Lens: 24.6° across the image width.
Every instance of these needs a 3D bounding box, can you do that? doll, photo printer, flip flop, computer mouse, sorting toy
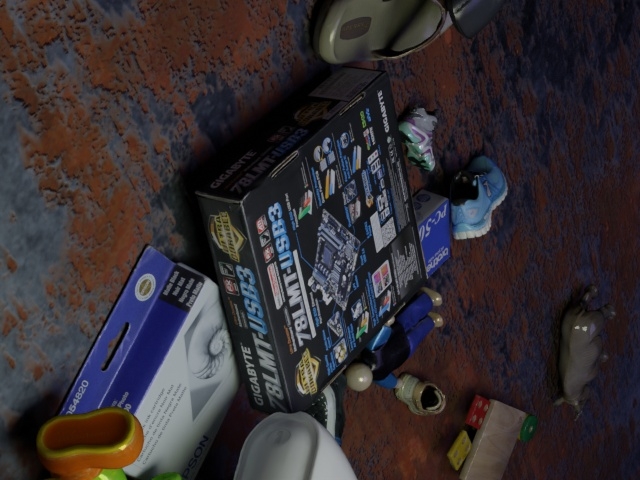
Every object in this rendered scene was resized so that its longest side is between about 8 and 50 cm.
[{"bbox_3d":[0.098,0.143,1.960,0.189,0.046,0.129,-39,136,-41],"label":"doll"},{"bbox_3d":[-0.024,0.355,1.552,0.307,0.107,0.256,-74,152,-45],"label":"photo printer"},{"bbox_3d":[0.097,-0.260,1.710,0.277,0.080,0.112,-23,125,-50],"label":"flip flop"},{"bbox_3d":[0.185,-0.381,1.729,0.184,0.060,0.262,50,44,-53],"label":"computer mouse"},{"bbox_3d":[0.251,0.311,2.282,0.274,0.046,0.132,27,84,-58],"label":"sorting toy"}]

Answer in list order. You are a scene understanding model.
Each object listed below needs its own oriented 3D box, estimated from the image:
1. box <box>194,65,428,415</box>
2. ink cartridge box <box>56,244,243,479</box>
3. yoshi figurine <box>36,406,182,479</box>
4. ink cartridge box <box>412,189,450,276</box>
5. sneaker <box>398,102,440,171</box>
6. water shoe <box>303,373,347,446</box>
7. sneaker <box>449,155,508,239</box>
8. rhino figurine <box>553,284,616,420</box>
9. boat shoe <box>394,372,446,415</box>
[{"bbox_3d":[0.000,0.000,1.643,0.293,0.073,0.295,-43,132,-39],"label":"box"},{"bbox_3d":[-0.163,0.146,1.566,0.223,0.045,0.224,-64,147,-11],"label":"ink cartridge box"},{"bbox_3d":[-0.179,0.346,1.469,0.203,0.203,0.362,-30,136,-28],"label":"yoshi figurine"},{"bbox_3d":[0.093,0.030,1.892,0.207,0.046,0.097,-41,139,-39],"label":"ink cartridge box"},{"bbox_3d":[0.135,-0.137,1.873,0.069,0.038,0.098,-58,146,-18],"label":"sneaker"},{"bbox_3d":[0.005,0.258,1.857,0.080,0.073,0.203,-34,136,-54],"label":"water shoe"},{"bbox_3d":[0.209,-0.072,1.973,0.162,0.063,0.073,-68,144,-52],"label":"sneaker"},{"bbox_3d":[0.440,0.203,2.488,0.106,0.073,0.243,-36,136,-48],"label":"rhino figurine"},{"bbox_3d":[0.150,0.225,2.084,0.135,0.045,0.050,31,80,-58],"label":"boat shoe"}]
